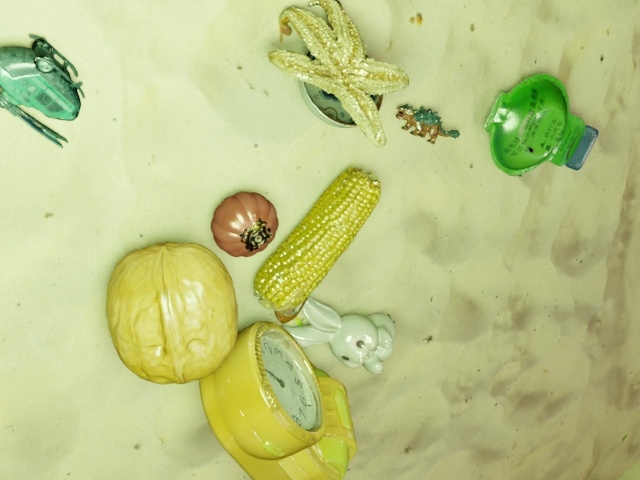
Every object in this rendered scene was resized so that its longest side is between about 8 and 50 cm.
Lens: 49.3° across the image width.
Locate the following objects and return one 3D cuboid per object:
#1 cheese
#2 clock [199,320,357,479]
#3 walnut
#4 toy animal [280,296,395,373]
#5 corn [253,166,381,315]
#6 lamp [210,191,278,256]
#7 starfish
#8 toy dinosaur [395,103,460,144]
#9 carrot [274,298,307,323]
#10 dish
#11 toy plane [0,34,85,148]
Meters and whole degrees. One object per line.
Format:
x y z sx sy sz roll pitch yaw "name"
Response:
0.438 -0.213 1.375 0.320 0.083 0.204 11 109 -38 "cheese"
-0.081 0.291 1.220 0.200 0.244 0.317 -29 131 12 "clock"
-0.217 0.108 1.038 0.193 0.193 0.225 -14 127 -29 "walnut"
0.043 0.185 1.321 0.221 0.131 0.103 10 126 -37 "toy animal"
0.000 0.000 1.181 0.293 0.106 0.106 -50 135 2 "corn"
-0.117 -0.025 1.083 0.107 0.092 0.107 -18 127 -25 "lamp"
0.040 -0.243 1.003 0.216 0.071 0.238 -23 95 -25 "starfish"
0.187 -0.203 1.221 0.154 0.049 0.055 12 107 -35 "toy dinosaur"
-0.015 0.055 1.250 0.048 0.048 0.216 33 91 -44 "carrot"
0.018 -0.227 1.068 0.141 0.078 0.141 8 73 -26 "dish"
-0.360 -0.200 0.818 0.096 0.060 0.235 -37 139 7 "toy plane"
